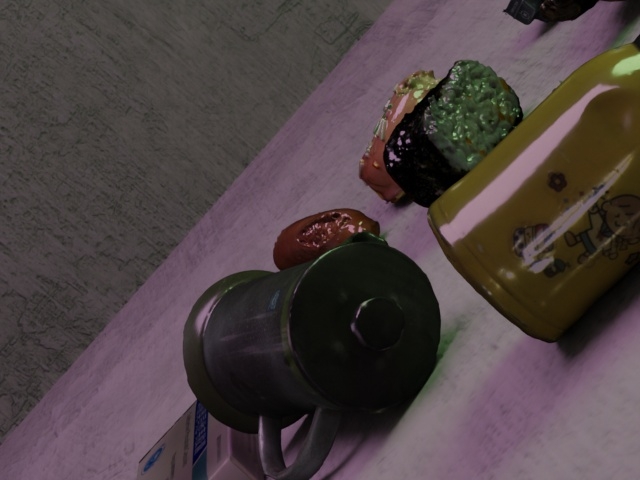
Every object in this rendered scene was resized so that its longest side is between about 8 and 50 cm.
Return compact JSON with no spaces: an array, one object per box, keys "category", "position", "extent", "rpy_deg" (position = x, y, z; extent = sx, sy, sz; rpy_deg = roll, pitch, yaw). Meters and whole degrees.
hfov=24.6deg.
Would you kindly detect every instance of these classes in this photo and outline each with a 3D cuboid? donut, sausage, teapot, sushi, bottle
[{"category":"donut","position":[0.122,-0.156,2.200],"extent":[0.233,0.085,0.199],"rpy_deg":[-71,6,-75]},{"category":"sausage","position":[-0.002,-0.001,2.258],"extent":[0.079,0.087,0.326],"rpy_deg":[-66,16,-16]},{"category":"teapot","position":[-0.013,0.138,1.658],"extent":[0.337,0.200,0.271],"rpy_deg":[-21,56,63]},{"category":"sushi","position":[0.178,-0.141,1.937],"extent":[0.126,0.136,0.225],"rpy_deg":[-38,9,34]},{"category":"bottle","position":[0.274,-0.080,1.307],"extent":[0.351,0.171,0.171],"rpy_deg":[-43,13,16]}]

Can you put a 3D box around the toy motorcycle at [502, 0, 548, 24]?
[{"category":"toy motorcycle","position":[0.348,-0.411,2.141],"extent":[0.125,0.187,0.275],"rpy_deg":[-47,-9,-23]}]

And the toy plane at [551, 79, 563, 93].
[{"category":"toy plane","position":[0.302,-0.178,1.839],"extent":[0.080,0.033,0.083],"rpy_deg":[-58,2,45]}]

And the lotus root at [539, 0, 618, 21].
[{"category":"lotus root","position":[0.374,-0.397,1.915],"extent":[0.183,0.182,0.310],"rpy_deg":[-30,27,57]}]

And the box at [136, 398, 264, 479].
[{"category":"box","position":[-0.162,0.306,1.911],"extent":[0.200,0.065,0.343],"rpy_deg":[-48,12,7]}]
